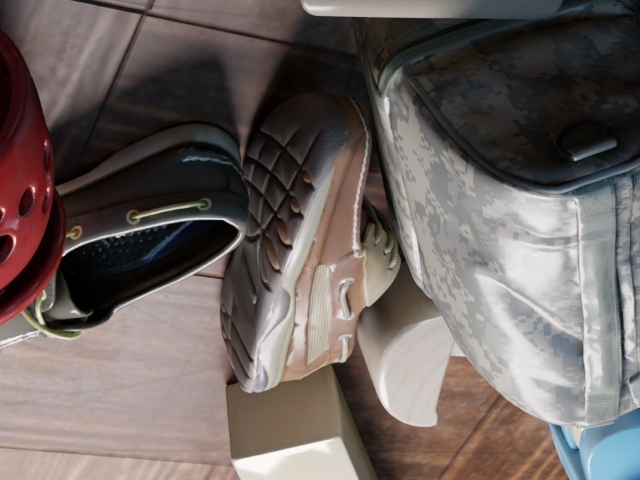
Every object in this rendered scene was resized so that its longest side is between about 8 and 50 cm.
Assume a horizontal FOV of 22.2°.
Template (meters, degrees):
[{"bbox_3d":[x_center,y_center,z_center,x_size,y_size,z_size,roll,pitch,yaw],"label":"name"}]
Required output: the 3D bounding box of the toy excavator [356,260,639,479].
[{"bbox_3d":[0.282,0.140,1.482,0.433,0.222,0.445,-20,128,0],"label":"toy excavator"}]

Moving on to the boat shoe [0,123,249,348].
[{"bbox_3d":[-0.191,0.019,1.259,0.305,0.091,0.109,-28,137,12],"label":"boat shoe"}]

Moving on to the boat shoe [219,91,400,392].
[{"bbox_3d":[0.000,0.000,1.294,0.116,0.123,0.324,-6,147,-18],"label":"boat shoe"}]

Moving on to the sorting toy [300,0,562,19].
[{"bbox_3d":[0.073,-0.243,1.059,0.347,0.047,0.196,-1,99,-16],"label":"sorting toy"}]

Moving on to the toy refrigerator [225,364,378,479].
[{"bbox_3d":[-0.004,0.231,1.554,0.102,0.094,0.269,-14,138,7],"label":"toy refrigerator"}]

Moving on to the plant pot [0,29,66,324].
[{"bbox_3d":[-0.269,-0.033,1.105,0.191,0.191,0.174,-14,141,-3],"label":"plant pot"}]

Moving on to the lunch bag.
[{"bbox_3d":[0.163,-0.036,1.194,0.212,0.256,0.305,-15,139,-2],"label":"lunch bag"}]
